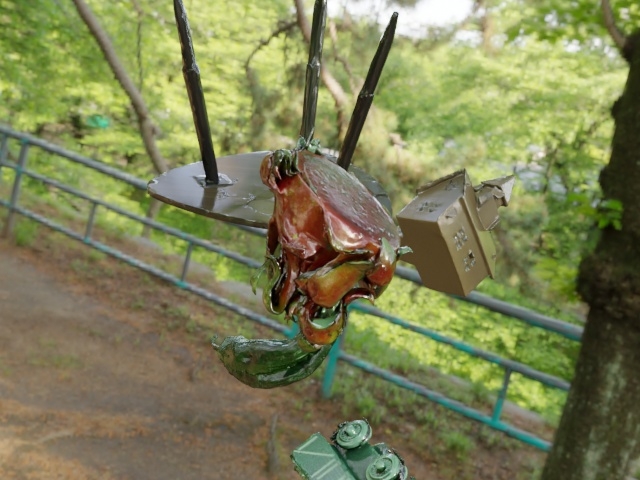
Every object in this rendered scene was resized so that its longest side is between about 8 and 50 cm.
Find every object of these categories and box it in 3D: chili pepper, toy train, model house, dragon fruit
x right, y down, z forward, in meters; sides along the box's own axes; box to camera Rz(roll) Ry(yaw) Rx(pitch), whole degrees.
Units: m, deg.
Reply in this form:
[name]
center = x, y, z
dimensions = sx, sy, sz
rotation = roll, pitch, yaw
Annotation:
[chili pepper]
center = -0.078, 0.152, 1.181
dimensions = 0.278, 0.122, 0.065
rotation = -19, -42, 35
[toy train]
center = 0.061, 0.395, 1.345
dimensions = 0.115, 0.154, 0.269
rotation = 61, -10, -31
[model house]
center = 0.257, -0.048, 1.457
dimensions = 0.248, 0.181, 0.176
rotation = -39, 31, -25
[dragon fruit]
center = 0.000, 0.000, 0.658
dimensions = 0.138, 0.175, 0.142
rotation = 26, -3, -17

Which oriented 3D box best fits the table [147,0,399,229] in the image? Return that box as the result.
[table]
center = -0.037, -0.185, 1.030
dimensions = 0.317, 0.249, 0.317
rotation = 5, 23, -2
